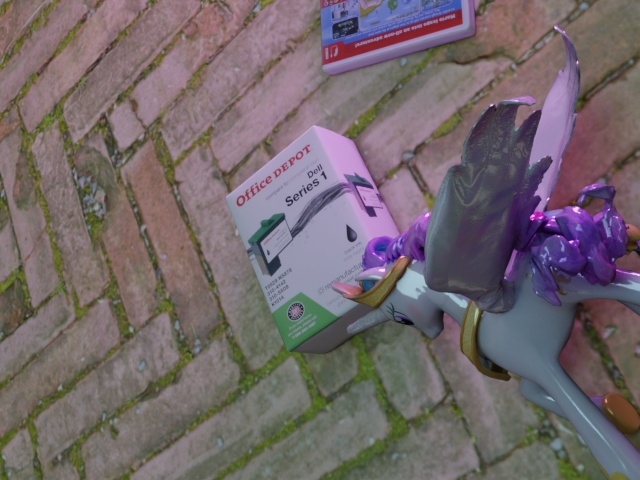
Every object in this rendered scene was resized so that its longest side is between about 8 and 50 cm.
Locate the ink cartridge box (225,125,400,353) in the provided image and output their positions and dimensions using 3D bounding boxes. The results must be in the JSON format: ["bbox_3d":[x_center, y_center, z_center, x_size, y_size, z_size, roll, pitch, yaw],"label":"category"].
[{"bbox_3d":[0.000,0.000,1.014,0.160,0.092,0.220,-37,64,24],"label":"ink cartridge box"}]

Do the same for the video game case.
[{"bbox_3d":[0.086,-0.363,1.056,0.204,0.025,0.285,-9,77,33],"label":"video game case"}]

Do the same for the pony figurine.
[{"bbox_3d":[0.200,0.029,0.764,0.363,0.302,0.351,32,124,17],"label":"pony figurine"}]
